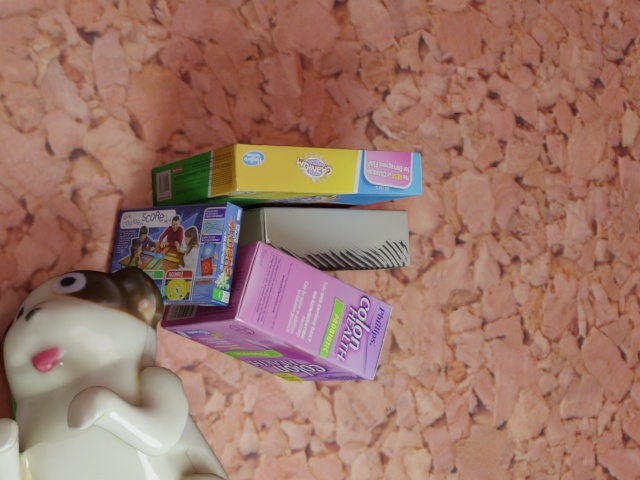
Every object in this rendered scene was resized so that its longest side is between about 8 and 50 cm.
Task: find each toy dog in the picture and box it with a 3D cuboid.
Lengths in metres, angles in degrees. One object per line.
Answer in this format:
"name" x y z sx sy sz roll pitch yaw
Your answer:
"toy dog" -0.250 0.231 1.432 0.395 0.285 0.408 -14 80 -66

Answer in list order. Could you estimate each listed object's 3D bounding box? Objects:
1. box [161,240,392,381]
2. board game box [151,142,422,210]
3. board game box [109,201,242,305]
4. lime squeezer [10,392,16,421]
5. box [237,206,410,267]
"box" -0.064 0.109 1.636 0.243 0.213 0.117 26 69 -30
"board game box" -0.049 -0.087 1.657 0.316 0.242 0.064 -1 85 -35
"board game box" -0.203 0.020 1.560 0.035 0.201 0.136 24 70 -51
"lime squeezer" -0.415 0.347 1.456 0.110 0.059 0.310 36 66 -27
"box" 0.000 0.000 1.760 0.275 0.113 0.094 -1 85 -34
